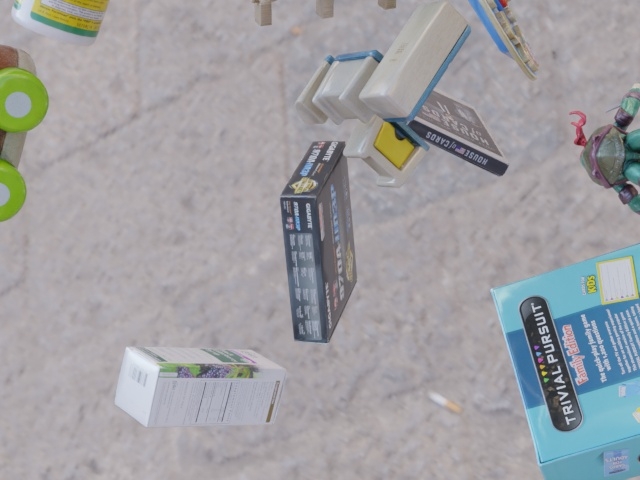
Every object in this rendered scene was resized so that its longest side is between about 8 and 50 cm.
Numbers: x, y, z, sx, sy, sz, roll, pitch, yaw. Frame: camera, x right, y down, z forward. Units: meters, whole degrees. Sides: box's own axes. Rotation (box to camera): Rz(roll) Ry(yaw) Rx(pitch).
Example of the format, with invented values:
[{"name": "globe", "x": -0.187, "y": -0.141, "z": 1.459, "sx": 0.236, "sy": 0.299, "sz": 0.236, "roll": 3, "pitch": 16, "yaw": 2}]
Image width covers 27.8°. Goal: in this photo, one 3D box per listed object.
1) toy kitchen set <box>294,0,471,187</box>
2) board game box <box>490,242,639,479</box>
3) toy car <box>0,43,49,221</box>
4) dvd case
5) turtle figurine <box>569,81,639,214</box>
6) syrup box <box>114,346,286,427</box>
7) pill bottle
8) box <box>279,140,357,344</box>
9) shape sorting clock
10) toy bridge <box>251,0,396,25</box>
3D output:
[{"name": "toy kitchen set", "x": 0.097, "y": -0.146, "z": 1.375, "sx": 0.122, "sy": 0.166, "sz": 0.207, "roll": -57, "pitch": 27, "yaw": -14}, {"name": "board game box", "x": 0.381, "y": 0.117, "z": 1.426, "sx": 0.336, "sy": 0.079, "sz": 0.253, "roll": -18, "pitch": 45, "yaw": 10}, {"name": "toy car", "x": -0.340, "y": -0.105, "z": 1.078, "sx": 0.155, "sy": 0.188, "sz": 0.149, "roll": 35, "pitch": 112, "yaw": 64}, {"name": "dvd case", "x": 0.188, "y": -0.192, "z": 2.026, "sx": 0.029, "sy": 0.179, "sz": 0.238, "roll": -60, "pitch": 21, "yaw": 20}, {"name": "turtle figurine", "x": 0.390, "y": -0.103, "z": 1.614, "sx": 0.118, "sy": 0.175, "sz": 0.234, "roll": -13, "pitch": 8, "yaw": -12}, {"name": "syrup box", "x": -0.174, "y": 0.215, "z": 1.908, "sx": 0.093, "sy": 0.237, "sz": 0.096, "roll": 24, "pitch": 104, "yaw": 47}, {"name": "pill bottle", "x": -0.320, "y": -0.371, "z": 1.699, "sx": 0.117, "sy": 0.118, "sz": 0.208, "roll": 36, "pitch": 110, "yaw": 45}, {"name": "box", "x": 0.000, "y": 0.000, "z": 1.724, "sx": 0.051, "sy": 0.220, "sz": 0.175, "roll": 2, "pitch": 27, "yaw": 15}, {"name": "shape sorting clock", "x": 0.213, "y": -0.286, "z": 1.571, "sx": 0.040, "sy": 0.206, "sz": 0.206, "roll": -34, "pitch": 48, "yaw": 16}, {"name": "toy bridge", "x": 0.005, "y": -0.306, "z": 1.593, "sx": 0.188, "sy": 0.063, "sz": 0.026, "roll": -11, "pitch": 32, "yaw": -19}]
